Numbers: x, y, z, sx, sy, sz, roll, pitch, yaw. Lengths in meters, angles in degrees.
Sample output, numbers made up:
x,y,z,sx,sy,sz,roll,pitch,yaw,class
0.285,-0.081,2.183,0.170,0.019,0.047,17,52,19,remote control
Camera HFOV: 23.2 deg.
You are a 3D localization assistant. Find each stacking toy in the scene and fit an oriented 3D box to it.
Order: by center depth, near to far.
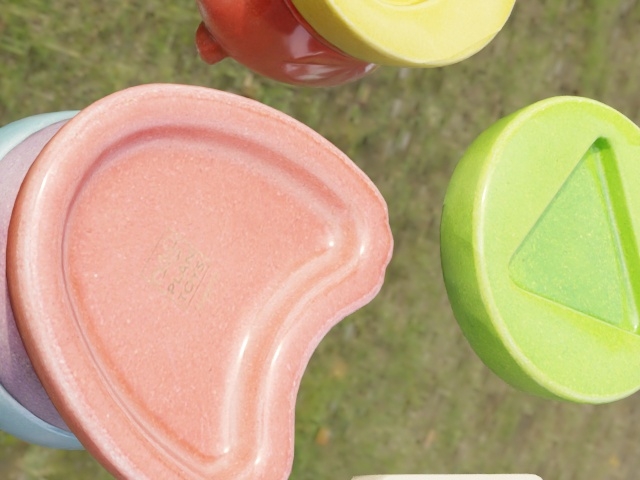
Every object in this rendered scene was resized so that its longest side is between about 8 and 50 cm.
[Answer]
x,y,z,sx,sy,sz,roll,pitch,yaw,class
0.000,0.000,0.648,0.279,0.130,0.309,49,58,-21,stacking toy
